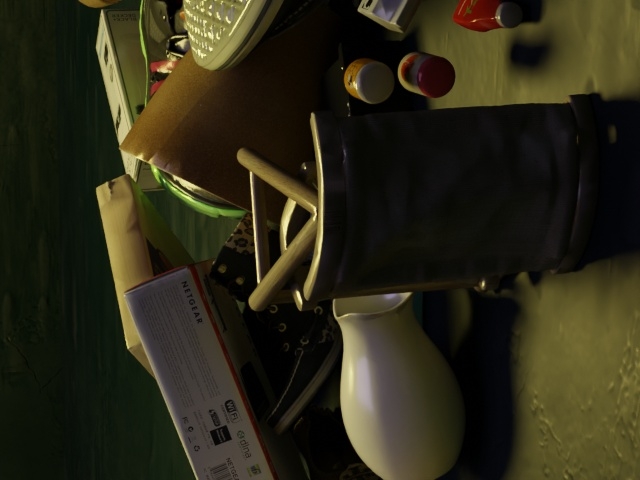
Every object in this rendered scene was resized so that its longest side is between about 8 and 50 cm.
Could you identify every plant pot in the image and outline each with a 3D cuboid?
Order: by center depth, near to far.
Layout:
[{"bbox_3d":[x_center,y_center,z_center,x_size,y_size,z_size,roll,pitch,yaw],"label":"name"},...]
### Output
[{"bbox_3d":[-0.075,-0.169,1.925,0.254,0.237,0.237,-63,23,0],"label":"plant pot"}]

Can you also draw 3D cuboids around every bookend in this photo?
[{"bbox_3d":[0.042,-0.123,1.821,0.157,0.072,0.156,141,123,-68],"label":"bookend"}]

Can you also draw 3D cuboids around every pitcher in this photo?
[{"bbox_3d":[0.070,0.134,1.690,0.178,0.125,0.207,-128,20,-69],"label":"pitcher"}]

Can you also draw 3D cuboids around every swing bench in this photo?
[{"bbox_3d":[0.083,-0.029,1.458,0.254,0.253,0.165,169,96,-71],"label":"swing bench"}]

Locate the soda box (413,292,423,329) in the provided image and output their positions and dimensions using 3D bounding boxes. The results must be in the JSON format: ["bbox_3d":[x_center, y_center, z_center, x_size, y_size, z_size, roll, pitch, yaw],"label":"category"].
[{"bbox_3d":[0.070,0.076,1.794,0.071,0.067,0.210,-153,60,-68],"label":"soda box"}]

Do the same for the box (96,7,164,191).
[{"bbox_3d":[-0.226,-0.213,2.417,0.087,0.169,0.290,110,148,-50],"label":"box"}]

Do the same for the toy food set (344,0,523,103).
[{"bbox_3d":[0.117,-0.220,1.505,0.232,0.111,0.104,-61,24,1],"label":"toy food set"}]

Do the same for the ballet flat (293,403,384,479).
[{"bbox_3d":[0.019,0.256,1.969,0.250,0.084,0.058,-132,35,-69],"label":"ballet flat"}]

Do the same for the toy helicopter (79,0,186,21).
[{"bbox_3d":[-0.165,-0.323,1.983,0.140,0.355,0.235,1,103,42],"label":"toy helicopter"}]

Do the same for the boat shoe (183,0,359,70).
[{"bbox_3d":[-0.007,-0.326,1.664,0.500,0.156,0.187,-45,51,51],"label":"boat shoe"}]

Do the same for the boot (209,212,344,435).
[{"bbox_3d":[-0.057,0.091,1.853,0.236,0.178,0.085,-61,2,-34],"label":"boot"}]

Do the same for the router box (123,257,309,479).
[{"bbox_3d":[-0.111,0.190,1.909,0.301,0.082,0.335,-38,-74,-87],"label":"router box"}]

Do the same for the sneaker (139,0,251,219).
[{"bbox_3d":[-0.153,-0.231,2.186,0.202,0.185,0.483,105,152,-52],"label":"sneaker"}]

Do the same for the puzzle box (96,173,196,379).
[{"bbox_3d":[-0.179,0.125,2.216,0.409,0.052,0.272,58,-168,-51],"label":"puzzle box"}]
